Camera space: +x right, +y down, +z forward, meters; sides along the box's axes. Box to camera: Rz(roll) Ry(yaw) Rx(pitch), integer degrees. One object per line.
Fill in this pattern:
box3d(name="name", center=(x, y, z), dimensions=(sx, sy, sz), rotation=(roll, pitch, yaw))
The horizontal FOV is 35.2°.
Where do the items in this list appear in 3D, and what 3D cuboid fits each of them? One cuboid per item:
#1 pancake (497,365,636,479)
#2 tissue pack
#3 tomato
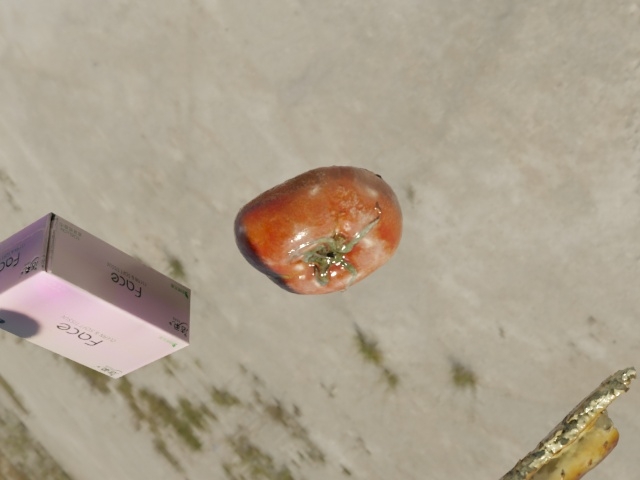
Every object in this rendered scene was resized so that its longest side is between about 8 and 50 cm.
box3d(name="pancake", center=(0.234, 0.218, 0.992), dimensions=(0.057, 0.266, 0.244), rotation=(47, 136, 19))
box3d(name="tissue pack", center=(-0.299, 0.077, 1.291), dimensions=(0.149, 0.092, 0.246), rotation=(-27, 139, 29))
box3d(name="tomato", center=(0.000, 0.000, 1.394), dimensions=(0.236, 0.237, 0.095), rotation=(87, 175, -54))
